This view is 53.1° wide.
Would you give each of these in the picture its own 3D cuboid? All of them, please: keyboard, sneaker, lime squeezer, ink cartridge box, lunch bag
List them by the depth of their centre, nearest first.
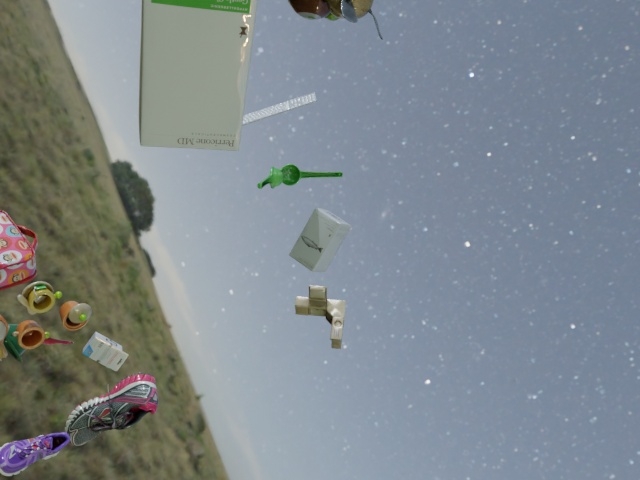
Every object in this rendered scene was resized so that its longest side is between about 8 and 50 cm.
[{"bbox_3d":[-0.460,0.239,1.373,0.083,0.048,0.028,37,0,-23],"label":"ink cartridge box"},{"bbox_3d":[-0.616,0.446,1.375,0.068,0.071,0.170,62,26,9],"label":"sneaker"},{"bbox_3d":[-0.083,-0.154,1.624,0.109,0.310,0.059,31,-63,32],"label":"lime squeezer"},{"bbox_3d":[-0.586,0.487,1.780,0.121,0.299,0.112,42,16,-52],"label":"sneaker"},{"bbox_3d":[-0.136,-0.399,1.950,0.072,0.255,0.014,-97,168,-62],"label":"keyboard"},{"bbox_3d":[-1.022,0.026,2.000,0.293,0.258,0.120,44,-40,30],"label":"lunch bag"}]

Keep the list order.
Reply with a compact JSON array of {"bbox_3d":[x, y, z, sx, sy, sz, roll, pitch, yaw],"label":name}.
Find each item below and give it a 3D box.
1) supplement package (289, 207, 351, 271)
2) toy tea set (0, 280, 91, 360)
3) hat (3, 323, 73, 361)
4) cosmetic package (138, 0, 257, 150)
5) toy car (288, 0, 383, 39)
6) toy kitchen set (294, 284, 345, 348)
[{"bbox_3d":[0.000,0.000,2.051,0.105,0.179,0.105,33,11,21],"label":"supplement package"},{"bbox_3d":[-0.787,0.233,1.726,0.124,0.335,0.200,36,-39,42],"label":"toy tea set"},{"bbox_3d":[-1.048,0.321,2.303,0.172,0.183,0.209,22,-42,38],"label":"hat"},{"bbox_3d":[-0.228,-0.359,1.155,0.155,0.196,0.366,-113,-153,-51],"label":"cosmetic package"},{"bbox_3d":[0.032,-0.402,1.066,0.149,0.155,0.188,-48,-121,30],"label":"toy car"},{"bbox_3d":[-0.003,0.122,1.032,0.068,0.083,0.075,89,8,-53],"label":"toy kitchen set"}]
